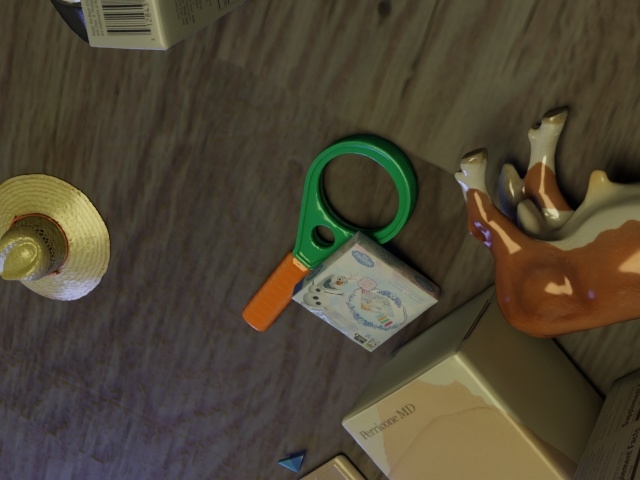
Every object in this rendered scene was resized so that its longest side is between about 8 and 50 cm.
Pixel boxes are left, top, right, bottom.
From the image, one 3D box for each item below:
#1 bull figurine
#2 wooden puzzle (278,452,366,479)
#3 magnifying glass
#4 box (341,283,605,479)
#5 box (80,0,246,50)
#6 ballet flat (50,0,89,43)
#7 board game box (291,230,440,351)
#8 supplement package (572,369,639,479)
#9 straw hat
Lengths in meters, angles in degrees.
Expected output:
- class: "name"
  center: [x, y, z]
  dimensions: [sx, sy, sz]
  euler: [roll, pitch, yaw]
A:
- class: "bull figurine"
  center: [0.249, -0.017, 0.908]
  dimensions: [0.310, 0.101, 0.188]
  euler: [-17, 103, 30]
- class: "wooden puzzle"
  center: [0.018, 0.244, 1.216]
  dimensions: [0.078, 0.014, 0.116]
  euler: [-30, 100, 31]
- class: "magnifying glass"
  center: [0.000, 0.000, 1.090]
  dimensions: [0.092, 0.026, 0.231]
  euler: [41, 124, 1]
- class: "box"
  center: [0.180, 0.205, 1.046]
  dimensions: [0.311, 0.121, 0.148]
  euler: [48, 127, -4]
- class: "box"
  center: [-0.122, -0.224, 0.957]
  dimensions: [0.072, 0.137, 0.126]
  euler: [5, 118, 26]
- class: "ballet flat"
  center: [-0.201, -0.275, 0.996]
  dimensions: [0.095, 0.096, 0.281]
  euler: [12, 121, 20]
- class: "board game box"
  center: [0.038, 0.044, 1.078]
  dimensions: [0.090, 0.020, 0.090]
  euler: [35, 129, -19]
- class: "supplement package"
  center: [0.324, 0.229, 0.935]
  dimensions: [0.145, 0.204, 0.262]
  euler: [-35, 98, 36]
- class: "straw hat"
  center: [-0.275, 0.009, 1.207]
  dimensions: [0.144, 0.061, 0.145]
  euler: [12, 121, 20]
